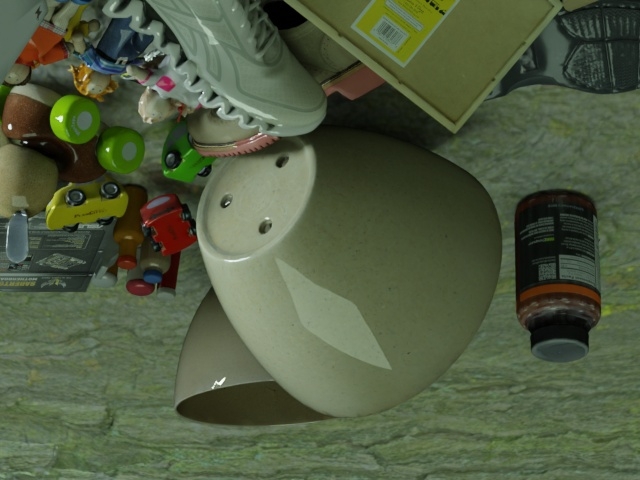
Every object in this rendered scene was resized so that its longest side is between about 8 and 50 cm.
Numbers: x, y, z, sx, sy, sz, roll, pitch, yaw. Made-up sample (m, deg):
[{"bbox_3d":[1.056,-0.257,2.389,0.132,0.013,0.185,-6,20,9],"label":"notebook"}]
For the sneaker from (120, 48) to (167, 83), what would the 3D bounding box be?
[{"bbox_3d":[-0.177,-0.190,1.807,0.083,0.031,0.035,-6,165,24],"label":"sneaker"}]

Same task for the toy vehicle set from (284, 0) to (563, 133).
[{"bbox_3d":[0.088,-0.234,1.552,0.267,0.035,0.166,35,100,-34],"label":"toy vehicle set"}]

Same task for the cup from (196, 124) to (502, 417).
[{"bbox_3d":[0.000,0.000,1.845,0.331,0.331,0.237,-18,142,34],"label":"cup"}]

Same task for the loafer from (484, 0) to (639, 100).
[{"bbox_3d":[0.233,-0.208,1.694,0.303,0.095,0.109,-7,124,0],"label":"loafer"}]

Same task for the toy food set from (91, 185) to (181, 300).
[{"bbox_3d":[-0.243,0.032,2.147,0.111,0.104,0.232,12,151,-18],"label":"toy food set"}]

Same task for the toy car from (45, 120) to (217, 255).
[{"bbox_3d":[-0.185,-0.078,1.948,0.225,0.053,0.239,-40,149,26],"label":"toy car"}]

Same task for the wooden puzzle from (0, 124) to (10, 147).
[{"bbox_3d":[-0.478,-0.117,1.947,0.221,0.044,0.238,-1,152,5],"label":"wooden puzzle"}]

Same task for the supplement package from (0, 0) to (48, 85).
[{"bbox_3d":[-0.414,-0.232,1.467,0.263,0.199,0.198,23,155,11],"label":"supplement package"}]

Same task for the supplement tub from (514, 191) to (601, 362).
[{"bbox_3d":[0.291,0.047,2.038,0.106,0.197,0.106,2,153,1],"label":"supplement tub"}]

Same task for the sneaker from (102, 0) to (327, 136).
[{"bbox_3d":[-0.101,-0.214,1.591,0.292,0.110,0.118,40,126,-11],"label":"sneaker"}]

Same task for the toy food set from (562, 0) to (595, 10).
[{"bbox_3d":[0.247,-0.305,1.551,0.132,0.038,0.192,-18,141,21],"label":"toy food set"}]

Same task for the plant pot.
[{"bbox_3d":[-0.055,0.126,2.201,0.284,0.190,0.284,-3,162,-1],"label":"plant pot"}]

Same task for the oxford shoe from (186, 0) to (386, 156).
[{"bbox_3d":[-0.038,-0.195,1.727,0.348,0.123,0.130,-26,117,41],"label":"oxford shoe"}]

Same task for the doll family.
[{"bbox_3d":[-0.227,-0.209,1.700,0.263,0.118,0.163,14,135,-35],"label":"doll family"}]

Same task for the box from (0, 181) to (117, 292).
[{"bbox_3d":[-0.384,-0.003,2.052,0.231,0.056,0.183,0,149,-22],"label":"box"}]

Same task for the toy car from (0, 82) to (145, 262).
[{"bbox_3d":[-0.314,-0.066,1.827,0.155,0.188,0.149,15,166,42],"label":"toy car"}]
